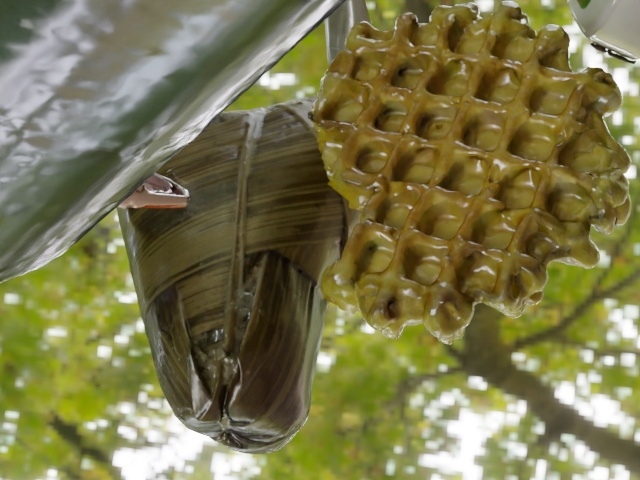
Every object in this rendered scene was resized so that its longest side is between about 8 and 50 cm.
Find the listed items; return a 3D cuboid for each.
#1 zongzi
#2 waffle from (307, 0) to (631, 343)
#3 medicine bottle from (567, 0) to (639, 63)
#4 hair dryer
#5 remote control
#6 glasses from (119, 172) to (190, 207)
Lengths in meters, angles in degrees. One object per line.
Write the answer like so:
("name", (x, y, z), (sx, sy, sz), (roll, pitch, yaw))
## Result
("zongzi", (0.000, 0.000, 1.238), (0.134, 0.288, 0.286), (78, 175, -55))
("waffle", (0.085, -0.057, 1.135), (0.249, 0.253, 0.056), (-36, -29, -7))
("medicine bottle", (0.257, -0.242, 1.165), (0.115, 0.078, 0.219), (-81, 17, -51))
("hair dryer", (-0.084, -0.170, 0.350), (0.116, 0.244, 0.302), (-27, -99, -50))
("remote control", (0.028, -0.192, 1.715), (0.044, 0.073, 0.229), (-23, -69, -23))
("glasses", (-0.170, -0.083, 0.964), (0.162, 0.255, 0.095), (-2, -71, -32))
